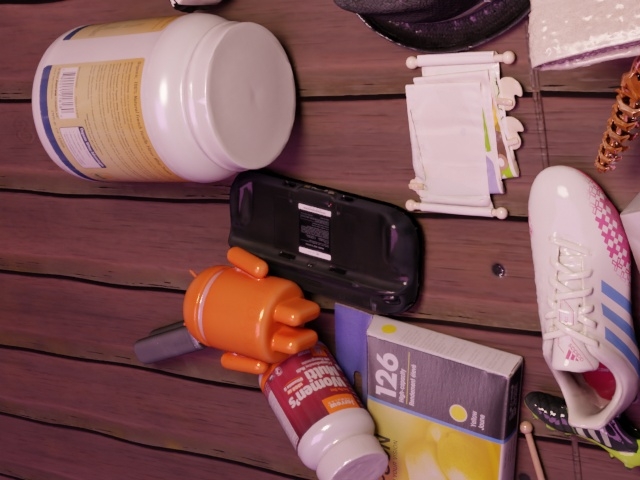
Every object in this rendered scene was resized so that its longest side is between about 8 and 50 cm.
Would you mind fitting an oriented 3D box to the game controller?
[{"bbox_3d":[0.000,0.000,1.596,0.319,0.067,0.166,16,112,28],"label":"game controller"}]

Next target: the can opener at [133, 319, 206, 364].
[{"bbox_3d":[-0.186,0.171,1.803,0.283,0.076,0.095,-19,101,41],"label":"can opener"}]

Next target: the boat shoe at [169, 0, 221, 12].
[{"bbox_3d":[-0.120,-0.454,1.398,0.340,0.127,0.158,-41,75,35],"label":"boat shoe"}]

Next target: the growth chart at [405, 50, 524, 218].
[{"bbox_3d":[0.181,-0.133,1.418,0.172,0.021,0.237,12,120,30],"label":"growth chart"}]

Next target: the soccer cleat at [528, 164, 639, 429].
[{"bbox_3d":[0.319,0.076,1.348,0.116,0.143,0.331,-6,109,37],"label":"soccer cleat"}]

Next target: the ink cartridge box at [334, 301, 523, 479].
[{"bbox_3d":[0.139,0.270,1.630,0.307,0.072,0.303,13,121,28],"label":"ink cartridge box"}]

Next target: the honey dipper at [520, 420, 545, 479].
[{"bbox_3d":[0.309,0.329,1.565,0.030,0.030,0.160,-10,105,38],"label":"honey dipper"}]

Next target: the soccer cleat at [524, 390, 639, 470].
[{"bbox_3d":[0.360,0.235,1.466,0.179,0.060,0.072,26,116,15],"label":"soccer cleat"}]

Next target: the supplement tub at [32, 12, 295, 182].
[{"bbox_3d":[-0.215,-0.193,1.529,0.316,0.228,0.228,3,115,35],"label":"supplement tub"}]

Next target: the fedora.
[{"bbox_3d":[0.110,-0.353,1.265,0.334,0.152,0.334,16,121,28],"label":"fedora"}]

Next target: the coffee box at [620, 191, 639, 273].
[{"bbox_3d":[0.459,0.053,1.266,0.141,0.098,0.246,-11,106,39],"label":"coffee box"}]

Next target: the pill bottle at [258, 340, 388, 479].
[{"bbox_3d":[0.005,0.261,1.628,0.221,0.121,0.121,55,139,38],"label":"pill bottle"}]

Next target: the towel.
[{"bbox_3d":[0.338,-0.285,1.100,0.282,0.049,0.187,-9,76,29],"label":"towel"}]

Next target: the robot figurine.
[{"bbox_3d":[-0.109,0.104,1.620,0.219,0.128,0.158,12,143,29],"label":"robot figurine"}]

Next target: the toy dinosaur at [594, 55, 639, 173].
[{"bbox_3d":[0.419,-0.187,1.165,0.218,0.164,0.322,54,148,18],"label":"toy dinosaur"}]
